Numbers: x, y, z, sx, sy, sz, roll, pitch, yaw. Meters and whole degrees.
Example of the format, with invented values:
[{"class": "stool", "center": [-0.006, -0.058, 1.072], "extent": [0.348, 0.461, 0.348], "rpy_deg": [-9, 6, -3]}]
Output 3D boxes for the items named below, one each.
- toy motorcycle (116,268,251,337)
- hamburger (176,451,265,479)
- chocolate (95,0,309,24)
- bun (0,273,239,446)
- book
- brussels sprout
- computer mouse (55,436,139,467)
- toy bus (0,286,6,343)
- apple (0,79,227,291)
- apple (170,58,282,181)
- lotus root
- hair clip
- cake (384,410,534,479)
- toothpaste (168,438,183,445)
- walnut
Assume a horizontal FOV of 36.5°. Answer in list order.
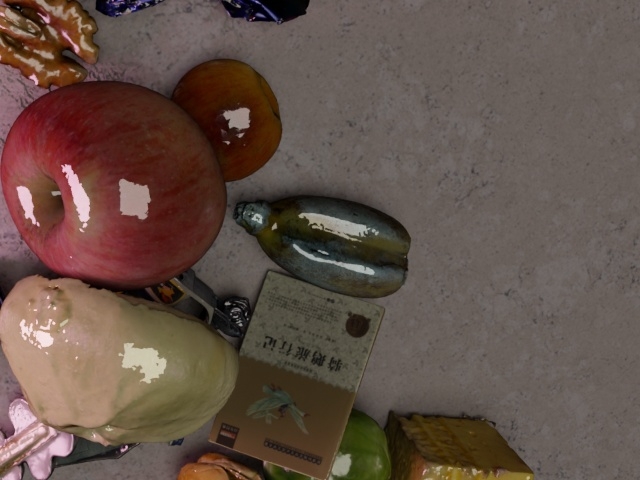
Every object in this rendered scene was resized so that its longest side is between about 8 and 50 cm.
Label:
[{"class": "toy motorcycle", "center": [-0.242, 0.098, 1.629], "extent": [0.157, 0.091, 0.263], "rpy_deg": [-45, 110, 8]}, {"class": "hamburger", "center": [-0.156, 0.468, 1.692], "extent": [0.108, 0.214, 0.213], "rpy_deg": [-30, 114, -36]}, {"class": "chocolate", "center": [-0.172, -0.408, 1.495], "extent": [0.343, 0.126, 0.148], "rpy_deg": [-1, 64, -19]}, {"class": "bun", "center": [-0.312, 0.200, 1.449], "extent": [0.364, 0.364, 0.202], "rpy_deg": [22, 68, -20]}, {"class": "book", "center": [-0.039, 0.226, 1.651], "extent": [0.217, 0.021, 0.310], "rpy_deg": [18, 78, 8]}, {"class": "brussels sprout", "center": [0.015, 0.402, 1.727], "extent": [0.244, 0.244, 0.244], "rpy_deg": [-4, 106, -15]}, {"class": "computer mouse", "center": [-0.393, 0.312, 1.654], "extent": [0.231, 0.071, 0.126], "rpy_deg": [-13, 95, 0]}, {"class": "toy bus", "center": [-0.634, 0.138, 1.502], "extent": [0.292, 0.133, 0.125], "rpy_deg": [-22, 115, -12]}, {"class": "apple", "center": [-0.295, -0.085, 1.440], "extent": [0.269, 0.345, 0.344], "rpy_deg": [-21, 113, -42]}, {"class": "apple", "center": [-0.154, -0.189, 1.548], "extent": [0.173, 0.160, 0.195], "rpy_deg": [-22, 105, 14]}, {"class": "lotus root", "center": [0.000, 0.000, 1.644], "extent": [0.322, 0.140, 0.158], "rpy_deg": [17, 82, -14]}, {"class": "hair clip", "center": [-0.511, 0.349, 1.595], "extent": [0.257, 0.075, 0.146], "rpy_deg": [-33, 72, 3]}, {"class": "cake", "center": [0.266, 0.464, 1.802], "extent": [0.286, 0.227, 0.222], "rpy_deg": [7, 107, -16]}, {"class": "toothpaste", "center": [-0.248, 0.330, 1.727], "extent": [0.027, 0.019, 0.083], "rpy_deg": [8, 107, -35]}, {"class": "walnut", "center": [-0.418, -0.311, 1.472], "extent": [0.170, 0.069, 0.143], "rpy_deg": [32, 96, -20]}]
